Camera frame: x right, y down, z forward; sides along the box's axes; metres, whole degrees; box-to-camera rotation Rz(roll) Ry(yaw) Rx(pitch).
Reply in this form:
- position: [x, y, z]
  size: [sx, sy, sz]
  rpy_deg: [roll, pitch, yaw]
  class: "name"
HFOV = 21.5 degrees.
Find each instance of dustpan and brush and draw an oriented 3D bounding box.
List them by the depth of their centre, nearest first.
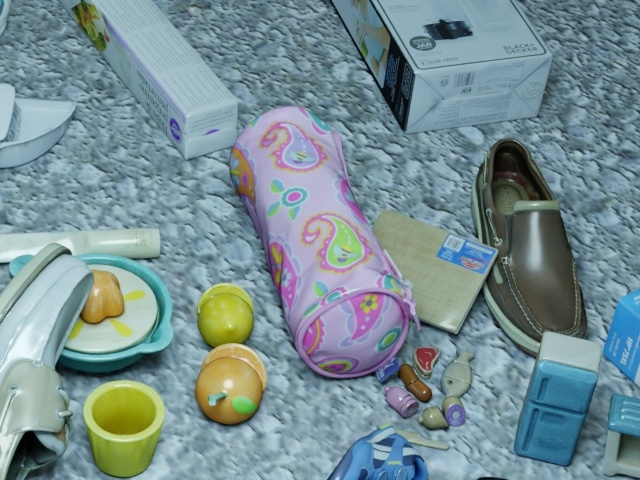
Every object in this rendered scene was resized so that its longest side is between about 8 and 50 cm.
- position: [-0.328, -0.104, 1.705]
  size: [0.147, 0.060, 0.211]
  rpy_deg: [4, 42, -4]
  class: "dustpan and brush"

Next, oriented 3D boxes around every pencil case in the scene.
- position: [0.000, 0.000, 1.594]
  size: [0.124, 0.124, 0.284]
  rpy_deg: [-8, 44, -16]
  class: "pencil case"

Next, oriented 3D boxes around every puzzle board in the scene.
- position: [0.095, 0.029, 1.629]
  size: [0.128, 0.011, 0.096]
  rpy_deg: [21, 67, 23]
  class: "puzzle board"

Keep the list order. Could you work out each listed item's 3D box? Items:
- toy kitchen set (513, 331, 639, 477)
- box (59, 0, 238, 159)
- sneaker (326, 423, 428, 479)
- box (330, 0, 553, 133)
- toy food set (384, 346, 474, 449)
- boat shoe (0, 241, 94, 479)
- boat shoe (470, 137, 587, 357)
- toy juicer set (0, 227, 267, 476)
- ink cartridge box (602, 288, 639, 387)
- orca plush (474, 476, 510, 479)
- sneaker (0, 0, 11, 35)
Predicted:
- position: [0.268, 0.195, 1.425]
  size: [0.207, 0.122, 0.166]
  rpy_deg: [12, 43, 5]
  class: "toy kitchen set"
- position: [-0.195, -0.212, 1.839]
  size: [0.067, 0.063, 0.324]
  rpy_deg: [-21, 49, -26]
  class: "box"
- position: [0.047, 0.198, 1.415]
  size: [0.059, 0.053, 0.144]
  rpy_deg: [42, 26, 14]
  class: "sneaker"
- position: [0.126, -0.252, 1.913]
  size: [0.169, 0.087, 0.290]
  rpy_deg: [-10, 46, -18]
  class: "box"
- position: [0.098, 0.135, 1.540]
  size: [0.078, 0.019, 0.122]
  rpy_deg: [11, 43, 4]
  class: "toy food set"
- position: [-0.253, 0.146, 1.383]
  size: [0.103, 0.113, 0.302]
  rpy_deg: [23, 68, 10]
  class: "boat shoe"
- position: [0.199, 0.000, 1.645]
  size: [0.095, 0.095, 0.257]
  rpy_deg: [-4, 44, -13]
  class: "boat shoe"
- position: [-0.170, 0.054, 1.537]
  size: [0.209, 0.089, 0.329]
  rpy_deg: [-18, 48, -25]
  class: "toy juicer set"
- position: [0.390, 0.126, 1.549]
  size: [0.134, 0.078, 0.231]
  rpy_deg: [-22, 50, -30]
  class: "ink cartridge box"
- position: [0.188, 0.284, 1.331]
  size: [0.151, 0.102, 0.287]
  rpy_deg: [-3, 44, -11]
  class: "orca plush"
- position: [-0.477, -0.284, 1.842]
  size: [0.275, 0.110, 0.107]
  rpy_deg: [3, 43, -4]
  class: "sneaker"
